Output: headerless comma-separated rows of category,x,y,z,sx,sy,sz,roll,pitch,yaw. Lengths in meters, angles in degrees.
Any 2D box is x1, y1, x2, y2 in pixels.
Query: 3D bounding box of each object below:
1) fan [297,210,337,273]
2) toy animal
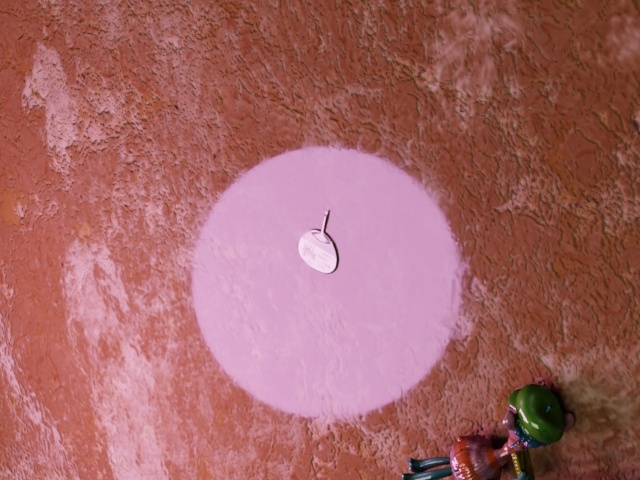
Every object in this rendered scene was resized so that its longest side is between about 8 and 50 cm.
fan,-0.006,0.003,1.569,0.060,0.003,0.080,-1,106,39
toy animal,0.188,0.244,1.434,0.208,0.100,0.103,-35,44,30
